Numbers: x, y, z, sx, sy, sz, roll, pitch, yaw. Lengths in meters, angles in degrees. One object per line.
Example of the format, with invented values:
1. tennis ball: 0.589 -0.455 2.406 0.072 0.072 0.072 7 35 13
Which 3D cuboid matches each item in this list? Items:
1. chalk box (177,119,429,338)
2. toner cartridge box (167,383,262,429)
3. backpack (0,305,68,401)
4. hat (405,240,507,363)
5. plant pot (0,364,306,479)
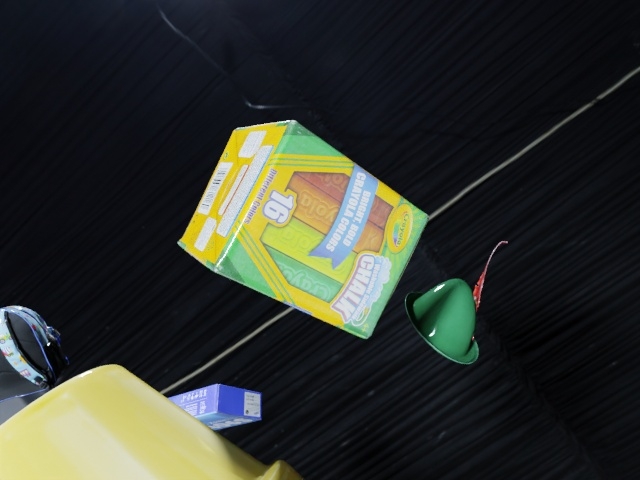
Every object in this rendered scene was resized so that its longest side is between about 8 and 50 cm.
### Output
1. chalk box: 0.000 0.000 0.606 0.289 0.180 0.179 28 -5 -30
2. toner cartridge box: -0.344 0.483 1.297 0.165 0.347 0.075 33 44 -43
3. backpack: -0.579 0.200 0.867 0.117 0.158 0.173 -118 -167 -74
4. hat: 0.282 0.099 0.892 0.172 0.184 0.209 23 29 -23
5. plant pot: -0.144 0.238 0.352 0.239 0.254 0.254 43 11 9
